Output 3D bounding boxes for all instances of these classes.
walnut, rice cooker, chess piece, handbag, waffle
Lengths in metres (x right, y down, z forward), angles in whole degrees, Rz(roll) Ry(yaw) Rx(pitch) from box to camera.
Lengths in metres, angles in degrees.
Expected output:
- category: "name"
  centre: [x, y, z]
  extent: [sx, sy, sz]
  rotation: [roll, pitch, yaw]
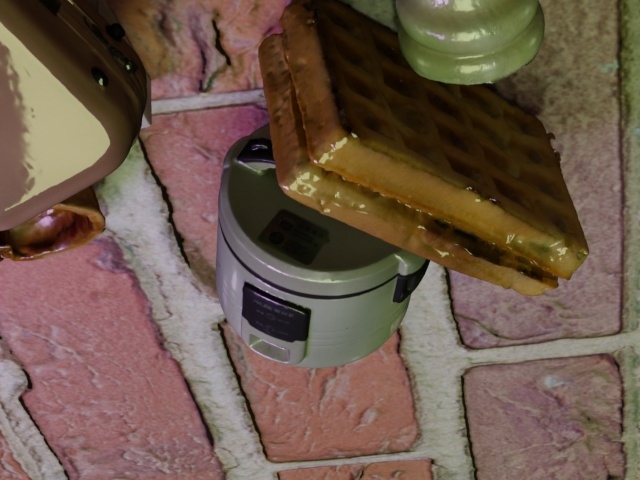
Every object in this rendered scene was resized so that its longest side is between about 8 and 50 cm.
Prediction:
- category: "walnut"
  centre: [-0.305, -0.044, 1.691]
  extent: [0.167, 0.087, 0.211]
  rotation: [9, 159, -31]
- category: "rice cooker"
  centre: [0.000, 0.000, 1.669]
  extent: [0.226, 0.226, 0.244]
  rotation: [2, 143, -7]
- category: "chess piece"
  centre: [0.118, -0.263, 1.409]
  extent: [0.133, 0.133, 0.243]
  rotation: [-7, 138, 6]
- category: "handbag"
  centre: [-0.331, -0.143, 1.426]
  extent: [0.283, 0.149, 0.302]
  rotation: [-35, 117, 21]
- category: "waffle"
  centre: [0.099, -0.085, 1.559]
  extent: [0.328, 0.224, 0.098]
  rotation: [25, 128, -33]

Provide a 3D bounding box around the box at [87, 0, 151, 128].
- category: "box"
  centre: [-0.294, -0.149, 1.570]
  extent: [0.233, 0.067, 0.149]
  rotation: [-11, 142, 10]
